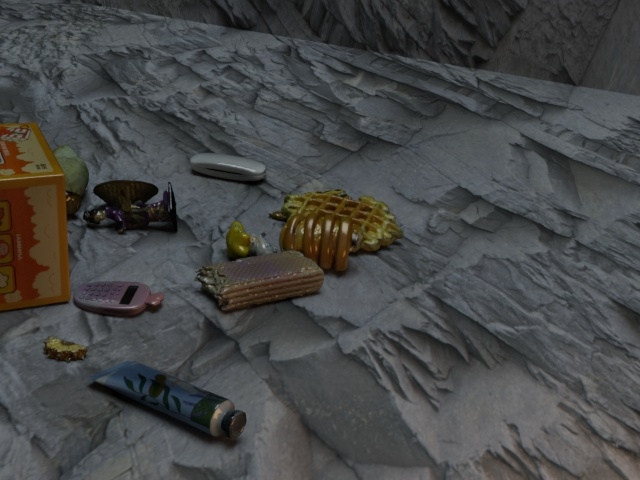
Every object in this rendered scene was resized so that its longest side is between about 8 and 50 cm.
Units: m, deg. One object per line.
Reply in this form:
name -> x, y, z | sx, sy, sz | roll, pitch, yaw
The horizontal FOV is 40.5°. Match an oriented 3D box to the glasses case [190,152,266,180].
glasses case -> -0.236, -0.189, 2.222 | 0.197, 0.050, 0.076 | 10, 25, 6

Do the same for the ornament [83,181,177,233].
ornament -> -0.411, -0.053, 1.886 | 0.203, 0.088, 0.081 | -12, 53, -10

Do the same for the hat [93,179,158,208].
hat -> -0.436, -0.082, 1.946 | 0.145, 0.067, 0.146 | -3, -15, -1

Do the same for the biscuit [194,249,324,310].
biscuit -> -0.117, 0.075, 1.696 | 0.238, 0.062, 0.108 | -9, 28, -32

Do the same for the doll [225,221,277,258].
doll -> -0.140, 0.017, 1.821 | 0.135, 0.072, 0.113 | 36, 19, 35

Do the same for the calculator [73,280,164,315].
calculator -> -0.373, 0.106, 1.608 | 0.165, 0.024, 0.103 | 5, 25, 2

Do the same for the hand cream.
hand cream -> -0.234, 0.239, 1.338 | 0.271, 0.058, 0.091 | 16, 23, 30

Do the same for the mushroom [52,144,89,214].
mushroom -> -0.592, -0.148, 2.015 | 0.107, 0.087, 0.333 | 1, 24, -10

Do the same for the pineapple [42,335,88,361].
pineapple -> -0.430, 0.182, 1.443 | 0.083, 0.019, 0.045 | 14, 21, 16

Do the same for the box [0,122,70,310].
box -> -0.597, -0.049, 1.600 | 0.213, 0.260, 0.283 | -9, 30, -26

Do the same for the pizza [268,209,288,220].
pizza -> -0.081, -0.059, 2.030 | 0.083, 0.016, 0.037 | 7, 27, -1

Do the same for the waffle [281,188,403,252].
waffle -> 0.050, -0.049, 1.983 | 0.261, 0.056, 0.250 | -8, 34, -28

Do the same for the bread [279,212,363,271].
bread -> 0.000, 0.000, 1.824 | 0.177, 0.084, 0.119 | 6, 68, 6
